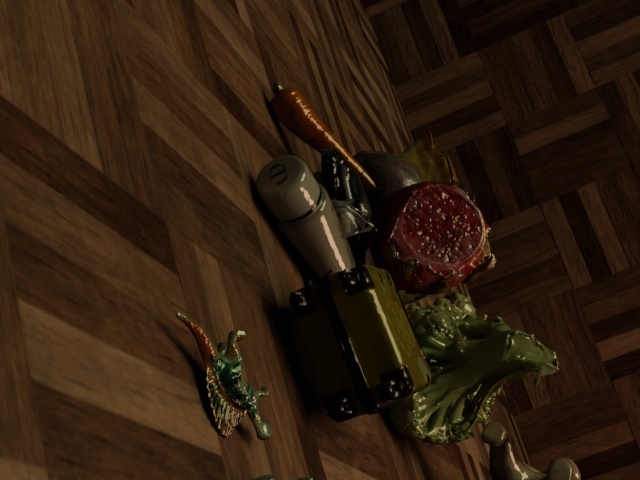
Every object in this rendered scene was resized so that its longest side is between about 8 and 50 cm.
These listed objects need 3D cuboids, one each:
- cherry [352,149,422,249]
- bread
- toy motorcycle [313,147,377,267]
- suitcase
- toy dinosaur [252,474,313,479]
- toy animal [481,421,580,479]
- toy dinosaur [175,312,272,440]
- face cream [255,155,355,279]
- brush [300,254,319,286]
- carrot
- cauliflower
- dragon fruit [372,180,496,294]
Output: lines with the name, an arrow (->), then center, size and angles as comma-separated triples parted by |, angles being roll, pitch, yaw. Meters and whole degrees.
cherry -> 0.111, -0.080, 2.167 | 0.195, 0.195, 0.195 | -22, 90, -78
bread -> 0.212, -0.034, 2.371 | 0.315, 0.248, 0.279 | 62, 10, -7
toy motorcycle -> 0.041, -0.033, 1.930 | 0.270, 0.106, 0.159 | 71, 8, -55
suitcase -> 0.045, 0.139, 1.522 | 0.194, 0.143, 0.235 | 69, 12, 9
toy dinosaur -> -0.033, 0.284, 1.074 | 0.329, 0.076, 0.144 | -57, 130, -73
toy animal -> 0.347, 0.529, 1.957 | 0.302, 0.194, 0.344 | 65, 42, -53
toy dinosaur -> -0.096, 0.144, 1.142 | 0.187, 0.044, 0.106 | 45, 41, -65
face cream -> 0.000, 0.000, 1.721 | 0.314, 0.089, 0.143 | 59, 14, -45
brush -> -0.014, 0.064, 1.716 | 0.051, 0.014, 0.164 | 60, 15, -29
carrot -> 0.001, -0.171, 1.971 | 0.256, 0.061, 0.061 | 47, 14, -5
cauliflower -> 0.224, 0.196, 1.944 | 0.260, 0.281, 0.327 | 34, 37, -8
dragon fruit -> 0.198, 0.003, 1.998 | 0.211, 0.282, 0.147 | 48, -26, -8
